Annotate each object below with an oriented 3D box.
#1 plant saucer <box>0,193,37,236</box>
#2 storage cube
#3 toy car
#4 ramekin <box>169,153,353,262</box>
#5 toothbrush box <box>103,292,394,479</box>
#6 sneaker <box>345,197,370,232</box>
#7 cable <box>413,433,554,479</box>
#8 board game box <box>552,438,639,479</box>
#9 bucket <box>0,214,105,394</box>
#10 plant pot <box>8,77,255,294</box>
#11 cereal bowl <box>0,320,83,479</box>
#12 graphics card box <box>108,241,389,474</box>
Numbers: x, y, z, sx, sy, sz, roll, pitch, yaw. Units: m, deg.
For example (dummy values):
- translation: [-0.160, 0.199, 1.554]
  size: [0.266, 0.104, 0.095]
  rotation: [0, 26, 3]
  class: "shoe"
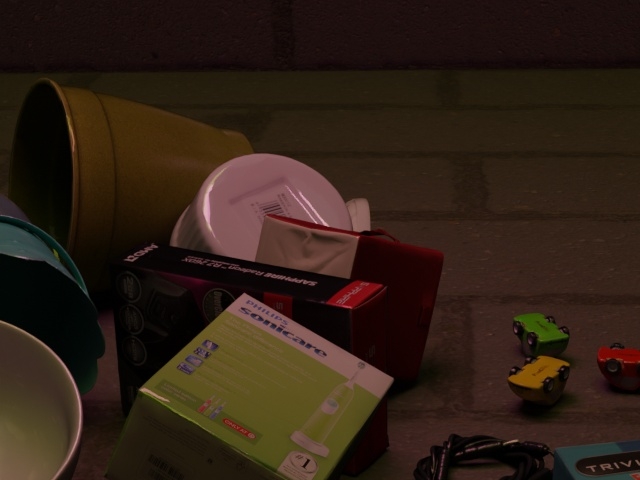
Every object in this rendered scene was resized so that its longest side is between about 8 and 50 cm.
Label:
- translation: [-0.538, 0.065, 1.814]
  size: [0.318, 0.317, 0.044]
  rotation: [-12, 33, -25]
  class: "plant saucer"
- translation: [0.029, 0.081, 1.803]
  size: [0.184, 0.215, 0.193]
  rotation: [14, 1, 41]
  class: "storage cube"
- translation: [0.341, 0.165, 1.837]
  size: [0.239, 0.053, 0.225]
  rotation: [-7, 21, -16]
  class: "toy car"
- translation: [-0.083, -0.001, 1.995]
  size: [0.277, 0.135, 0.277]
  rotation: [10, 54, -14]
  class: "ramekin"
- translation: [-0.068, 0.198, 1.402]
  size: [0.206, 0.122, 0.283]
  rotation: [29, 26, 8]
  class: "toothbrush box"
- translation: [0.000, 0.000, 2.226]
  size: [0.169, 0.108, 0.292]
  rotation: [2, 22, 1]
  class: "sneaker"
- translation: [0.187, 0.275, 1.565]
  size: [0.184, 0.047, 0.150]
  rotation: [-20, 27, -39]
  class: "cable"
- translation: [0.421, 0.320, 1.382]
  size: [0.254, 0.079, 0.336]
  rotation: [-5, 21, -8]
  class: "board game box"
- translation: [-0.440, 0.108, 1.730]
  size: [0.281, 0.281, 0.183]
  rotation: [-10, 26, -22]
  class: "bucket"
- translation: [-0.302, -0.075, 2.183]
  size: [0.353, 0.366, 0.366]
  rotation: [1, 17, -29]
  class: "plant pot"
- translation: [-0.445, 0.245, 1.499]
  size: [0.339, 0.141, 0.339]
  rotation: [6, 40, -5]
  class: "cereal bowl"
- translation: [-0.095, 0.144, 1.675]
  size: [0.371, 0.232, 0.094]
  rotation: [11, 25, 28]
  class: "graphics card box"
